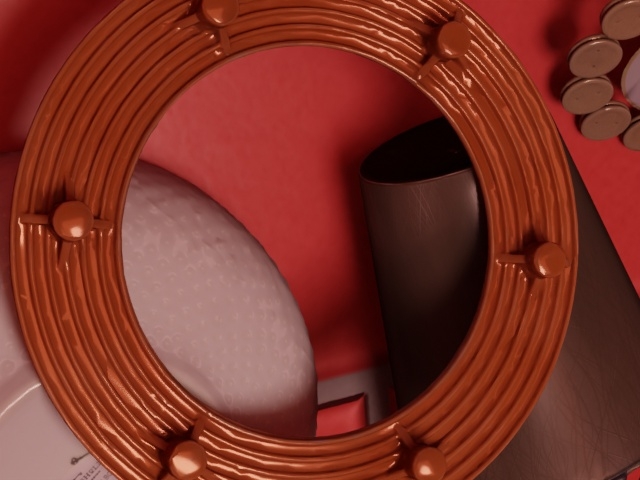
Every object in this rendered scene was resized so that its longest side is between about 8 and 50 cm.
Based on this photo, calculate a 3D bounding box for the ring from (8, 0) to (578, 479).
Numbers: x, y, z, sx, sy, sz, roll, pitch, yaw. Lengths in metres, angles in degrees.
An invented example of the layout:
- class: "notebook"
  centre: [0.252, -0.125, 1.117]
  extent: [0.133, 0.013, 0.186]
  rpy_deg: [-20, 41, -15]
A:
- class: "ring"
  centre: [0.000, 0.000, 0.789]
  extent: [0.337, 0.032, 0.336]
  rpy_deg: [0, 89, -21]

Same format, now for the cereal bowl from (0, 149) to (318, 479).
- class: "cereal bowl"
  centre: [-0.147, 0.119, 0.841]
  extent: [0.339, 0.141, 0.338]
  rpy_deg: [-7, 106, -24]

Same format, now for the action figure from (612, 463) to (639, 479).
- class: "action figure"
  centre: [0.162, 0.207, 1.013]
  extent: [0.276, 0.141, 0.164]
  rpy_deg: [-35, 129, -15]

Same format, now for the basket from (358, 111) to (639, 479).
- class: "basket"
  centre: [0.121, 0.036, 0.942]
  extent: [0.204, 0.154, 0.226]
  rpy_deg: [-23, 110, -12]

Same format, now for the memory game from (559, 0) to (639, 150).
- class: "memory game"
  centre: [0.252, -0.122, 0.972]
  extent: [0.186, 0.012, 0.186]
  rpy_deg: [-8, 145, -6]
